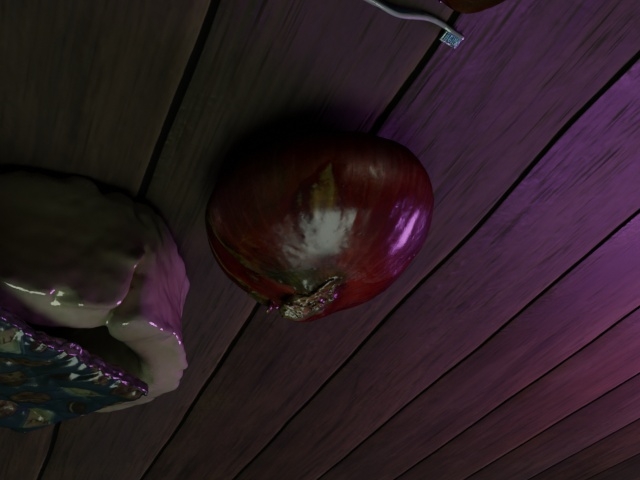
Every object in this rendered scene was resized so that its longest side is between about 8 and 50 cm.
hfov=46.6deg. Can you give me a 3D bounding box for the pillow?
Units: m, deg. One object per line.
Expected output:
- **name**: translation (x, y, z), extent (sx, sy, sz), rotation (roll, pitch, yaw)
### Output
- **pillow**: translation (-0.311, 0.126, 0.707), extent (0.189, 0.034, 0.255), rotation (-22, 143, 20)

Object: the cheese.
- **cheese**: translation (-0.299, 0.069, 0.790), extent (0.332, 0.153, 0.292), rotation (4, 144, -18)

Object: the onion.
- **onion**: translation (0.002, -0.009, 0.761), extent (0.248, 0.161, 0.248), rotation (-21, 163, -7)

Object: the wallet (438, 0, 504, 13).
- **wallet**: translation (0.101, -0.259, 0.515), extent (0.137, 0.031, 0.255), rotation (-25, 143, 22)

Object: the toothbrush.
- **toothbrush**: translation (0.059, -0.196, 0.615), extent (0.162, 0.014, 0.017), rotation (17, 119, -32)
